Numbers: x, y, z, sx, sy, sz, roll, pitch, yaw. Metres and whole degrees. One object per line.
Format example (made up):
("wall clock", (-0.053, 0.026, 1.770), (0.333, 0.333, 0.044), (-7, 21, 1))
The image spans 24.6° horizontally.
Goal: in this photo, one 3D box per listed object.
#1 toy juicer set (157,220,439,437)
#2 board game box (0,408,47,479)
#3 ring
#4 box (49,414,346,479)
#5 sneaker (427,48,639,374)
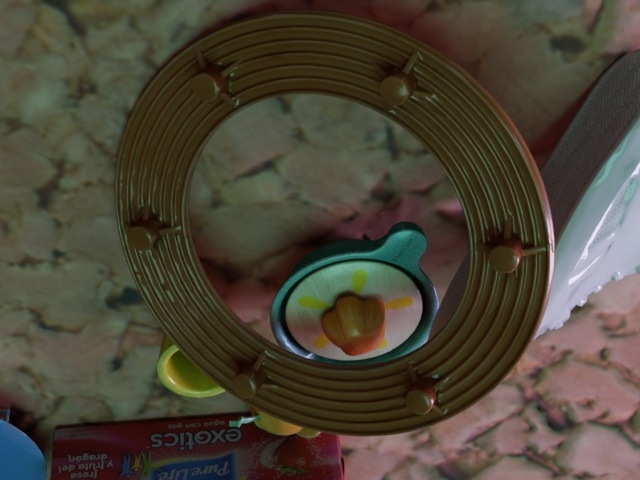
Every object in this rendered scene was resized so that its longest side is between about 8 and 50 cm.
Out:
("toy juicer set", (0.048, 0.074, 1.190), (0.329, 0.089, 0.209), (-29, 128, 18))
("board game box", (-0.323, 0.185, 1.288), (0.168, 0.033, 0.133), (0, 137, 0))
("ring", (0.000, 0.000, 1.057), (0.336, 0.032, 0.337), (9, 118, 17))
("box", (-0.105, 0.242, 1.299), (0.257, 0.123, 0.128), (-3, 133, -3))
("sneaker", (0.221, 0.017, 1.117), (0.169, 0.108, 0.292), (28, 107, -28))
